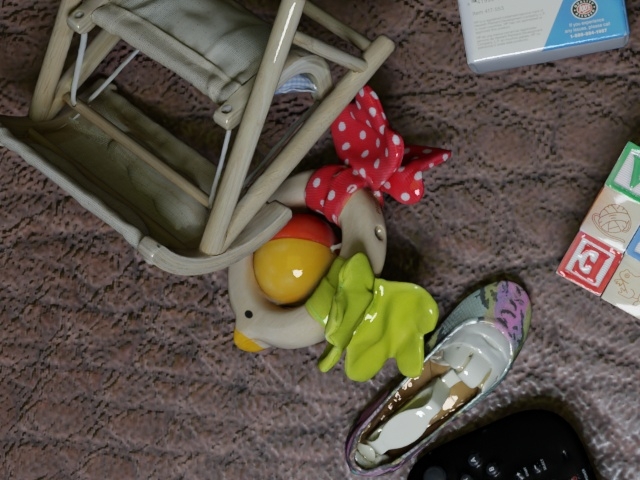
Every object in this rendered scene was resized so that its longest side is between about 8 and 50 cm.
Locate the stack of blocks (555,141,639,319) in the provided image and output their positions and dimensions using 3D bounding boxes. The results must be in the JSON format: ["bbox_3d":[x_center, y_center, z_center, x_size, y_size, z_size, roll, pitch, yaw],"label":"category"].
[{"bbox_3d":[0.370,0.025,1.429,0.297,0.087,0.171,29,94,9],"label":"stack of blocks"}]

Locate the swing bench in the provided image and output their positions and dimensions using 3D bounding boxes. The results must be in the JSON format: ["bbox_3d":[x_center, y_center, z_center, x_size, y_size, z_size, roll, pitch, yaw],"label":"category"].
[{"bbox_3d":[-0.124,-0.133,1.437,0.253,0.165,0.254,37,101,30],"label":"swing bench"}]

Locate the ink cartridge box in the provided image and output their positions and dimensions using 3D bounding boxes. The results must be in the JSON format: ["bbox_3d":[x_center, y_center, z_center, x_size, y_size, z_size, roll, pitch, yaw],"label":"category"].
[{"bbox_3d":[0.184,-0.253,1.466,0.140,0.082,0.190,-9,86,9],"label":"ink cartridge box"}]

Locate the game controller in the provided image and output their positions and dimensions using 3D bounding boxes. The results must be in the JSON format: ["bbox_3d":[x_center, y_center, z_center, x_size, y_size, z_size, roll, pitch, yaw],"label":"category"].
[{"bbox_3d":[0.186,0.305,1.417,0.166,0.067,0.319,-30,65,23],"label":"game controller"}]

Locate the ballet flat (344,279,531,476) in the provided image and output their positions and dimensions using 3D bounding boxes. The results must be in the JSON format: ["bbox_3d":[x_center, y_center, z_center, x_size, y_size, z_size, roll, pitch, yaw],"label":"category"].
[{"bbox_3d":[0.106,0.129,1.475,0.077,0.079,0.221,44,96,-5],"label":"ballet flat"}]

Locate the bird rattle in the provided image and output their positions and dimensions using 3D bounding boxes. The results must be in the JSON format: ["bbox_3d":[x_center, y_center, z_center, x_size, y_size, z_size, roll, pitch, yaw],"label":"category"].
[{"bbox_3d":[0.000,0.000,1.463,0.207,0.143,0.253,-16,68,32],"label":"bird rattle"}]
